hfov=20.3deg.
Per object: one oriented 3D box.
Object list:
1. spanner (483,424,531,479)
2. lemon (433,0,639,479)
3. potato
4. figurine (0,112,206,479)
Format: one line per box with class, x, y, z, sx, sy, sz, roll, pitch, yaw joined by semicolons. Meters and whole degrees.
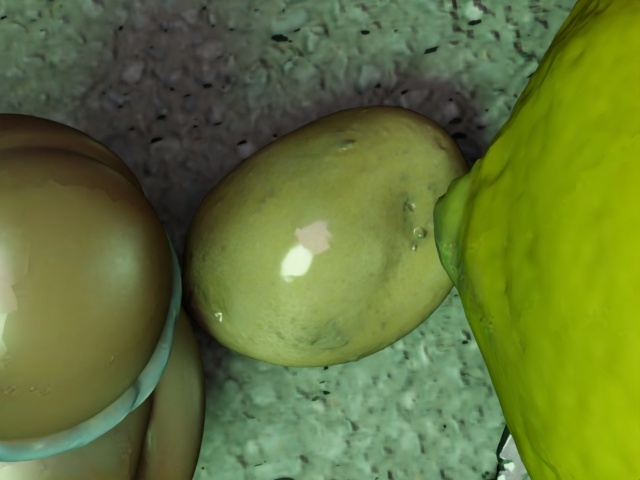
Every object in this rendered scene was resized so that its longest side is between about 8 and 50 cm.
spanner;0.074;0.188;0.850;0.095;0.040;0.325;21;96;3
lemon;0.227;0.019;0.691;0.336;0.336;0.336;0;94;5
potato;0.002;-0.002;0.813;0.147;0.112;0.112;-34;90;0
figurine;-0.166;0.140;0.780;0.276;0.248;0.388;5;92;29
